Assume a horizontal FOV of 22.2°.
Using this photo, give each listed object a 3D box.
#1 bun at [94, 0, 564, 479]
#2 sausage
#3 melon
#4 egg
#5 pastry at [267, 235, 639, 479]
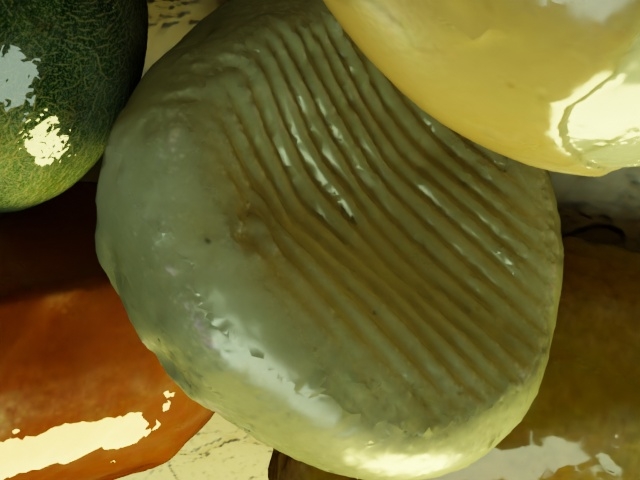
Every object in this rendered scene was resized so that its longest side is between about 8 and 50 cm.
[{"bbox_3d":[0.000,0.000,0.724,0.231,0.231,0.133,29,147,-21],"label":"bun"},{"bbox_3d":[-0.153,0.049,0.804,0.268,0.153,0.141,-7,130,-36],"label":"sausage"},{"bbox_3d":[-0.136,-0.081,0.721,0.114,0.114,0.167,21,141,-14],"label":"melon"},{"bbox_3d":[0.080,-0.138,0.557,0.244,0.201,0.201,40,131,-17],"label":"egg"},{"bbox_3d":[0.125,0.145,0.900,0.356,0.164,0.356,6,136,5],"label":"pastry"}]
